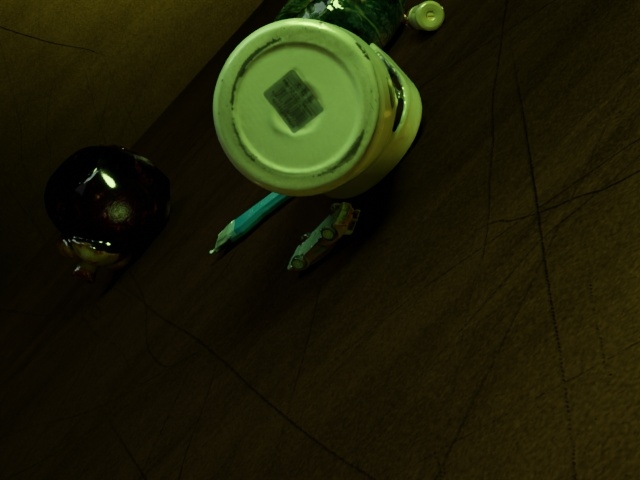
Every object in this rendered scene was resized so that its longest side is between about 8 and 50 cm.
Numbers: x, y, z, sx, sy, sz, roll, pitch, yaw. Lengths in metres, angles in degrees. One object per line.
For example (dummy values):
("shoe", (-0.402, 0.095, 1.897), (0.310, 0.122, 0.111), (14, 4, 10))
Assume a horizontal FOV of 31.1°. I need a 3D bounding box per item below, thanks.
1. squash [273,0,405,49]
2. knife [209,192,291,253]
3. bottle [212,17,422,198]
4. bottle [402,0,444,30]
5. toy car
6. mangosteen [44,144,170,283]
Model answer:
("squash", (0.032, -0.381, 2.001), (0.252, 0.165, 0.252), (-42, 15, 14))
("knife", (-0.072, -0.059, 1.797), (0.297, 0.026, 0.044), (-34, 25, 34))
("bottle", (0.009, -0.166, 1.493), (0.229, 0.229, 0.352), (-45, -3, 12))
("bottle", (0.161, -0.357, 1.832), (0.101, 0.063, 0.047), (-139, 63, -76))
("toy car", (0.000, 0.000, 1.463), (0.122, 0.035, 0.059), (-47, 14, 37))
("mangosteen", (-0.454, -0.061, 2.397), (0.288, 0.233, 0.287), (-23, 42, 22))
